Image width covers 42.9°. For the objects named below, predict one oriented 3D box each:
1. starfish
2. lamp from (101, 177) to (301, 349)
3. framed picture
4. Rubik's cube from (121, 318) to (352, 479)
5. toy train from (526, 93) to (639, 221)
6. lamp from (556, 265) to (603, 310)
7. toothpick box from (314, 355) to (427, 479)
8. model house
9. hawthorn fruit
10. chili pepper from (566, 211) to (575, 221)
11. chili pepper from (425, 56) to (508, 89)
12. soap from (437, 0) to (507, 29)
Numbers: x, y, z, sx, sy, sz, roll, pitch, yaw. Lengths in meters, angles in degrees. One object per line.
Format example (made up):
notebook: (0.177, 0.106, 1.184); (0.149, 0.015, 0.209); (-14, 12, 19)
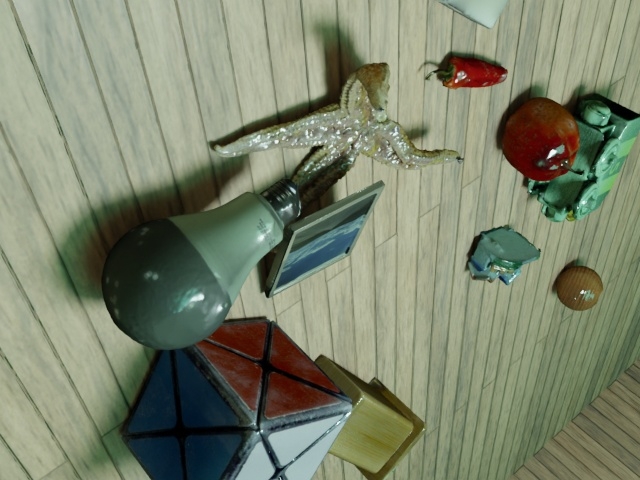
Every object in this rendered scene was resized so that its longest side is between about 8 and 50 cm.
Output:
starfish: (0.052, -0.142, 1.290); (0.384, 0.132, 0.398); (-35, 160, -7)
lamp: (-0.153, 0.038, 1.155); (0.314, 0.182, 0.182); (-21, 138, -24)
framed picture: (0.000, 0.000, 1.375); (0.189, 0.023, 0.260); (-27, 161, -24)
Rubik's cube: (-0.144, 0.308, 1.393); (0.255, 0.259, 0.260); (3, 124, -49)
toy train: (0.609, -0.183, 1.871); (0.238, 0.167, 0.299); (-23, 140, -43)
lamp: (0.761, 0.140, 2.397); (0.136, 0.136, 0.136); (-30, 142, -27)
toothpick box: (0.067, 0.390, 1.797); (0.187, 0.190, 0.308); (-49, 142, -1)
model house: (0.419, 0.061, 1.942); (0.148, 0.119, 0.149); (-19, 144, -39)
hawthorn fruit: (0.464, -0.193, 1.660); (0.157, 0.194, 0.157); (-24, 144, -18)
chili pepper: (0.639, -0.103, 2.092); (0.049, 0.043, 0.208); (-32, 144, -4)
chili pepper: (0.276, -0.297, 1.465); (0.268, 0.050, 0.059); (-9, 113, -46)
soap: (0.242, -0.418, 1.291); (0.183, 0.064, 0.121); (6, 118, -52)
